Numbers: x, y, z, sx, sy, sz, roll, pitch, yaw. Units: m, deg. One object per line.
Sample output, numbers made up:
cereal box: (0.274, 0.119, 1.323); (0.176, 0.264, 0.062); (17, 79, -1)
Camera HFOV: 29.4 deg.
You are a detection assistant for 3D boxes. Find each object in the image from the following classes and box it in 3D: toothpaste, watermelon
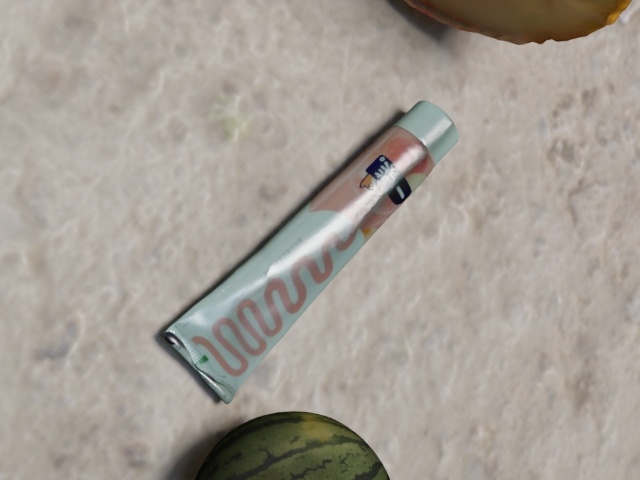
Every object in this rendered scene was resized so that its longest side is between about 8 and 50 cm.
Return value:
toothpaste: (0.000, 0.000, 0.689); (0.205, 0.036, 0.056); (-46, 111, -15)
watermelon: (-0.026, 0.147, 0.641); (0.133, 0.105, 0.105); (-21, 100, -5)

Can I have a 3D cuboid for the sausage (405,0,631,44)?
sausage: (0.134, -0.277, 0.650); (0.233, 0.233, 0.287); (45, 70, -20)
